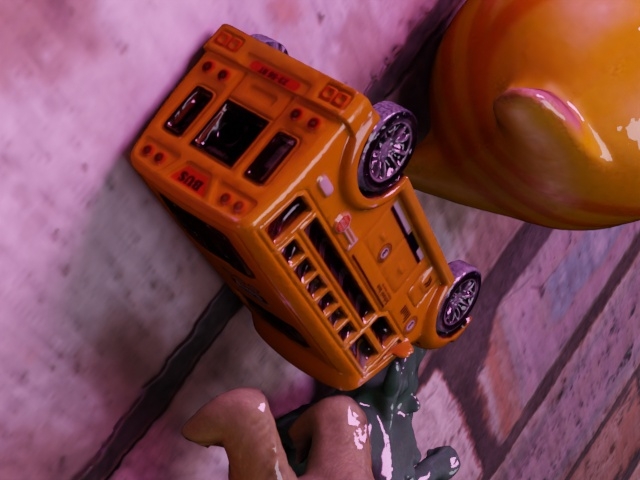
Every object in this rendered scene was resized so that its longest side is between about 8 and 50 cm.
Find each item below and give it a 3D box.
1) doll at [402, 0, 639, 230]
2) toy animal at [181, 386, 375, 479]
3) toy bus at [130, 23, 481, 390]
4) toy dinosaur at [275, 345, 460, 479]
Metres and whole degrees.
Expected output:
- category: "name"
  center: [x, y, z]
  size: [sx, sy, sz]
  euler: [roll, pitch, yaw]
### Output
- category: "doll"
  center: [0.168, -0.115, 0.588]
  size: [0.269, 0.162, 0.166]
  euler: [-55, -178, -23]
- category: "toy animal"
  center: [-0.035, 0.155, 0.517]
  size: [0.103, 0.101, 0.218]
  euler: [-6, 146, -43]
- category: "toy bus"
  center: [0.000, 0.000, 0.492]
  size: [0.088, 0.083, 0.194]
  euler: [-51, 147, -12]
- category: "toy dinosaur"
  center: [-0.005, 0.174, 0.643]
  size: [0.120, 0.079, 0.292]
  euler: [9, 104, -54]
